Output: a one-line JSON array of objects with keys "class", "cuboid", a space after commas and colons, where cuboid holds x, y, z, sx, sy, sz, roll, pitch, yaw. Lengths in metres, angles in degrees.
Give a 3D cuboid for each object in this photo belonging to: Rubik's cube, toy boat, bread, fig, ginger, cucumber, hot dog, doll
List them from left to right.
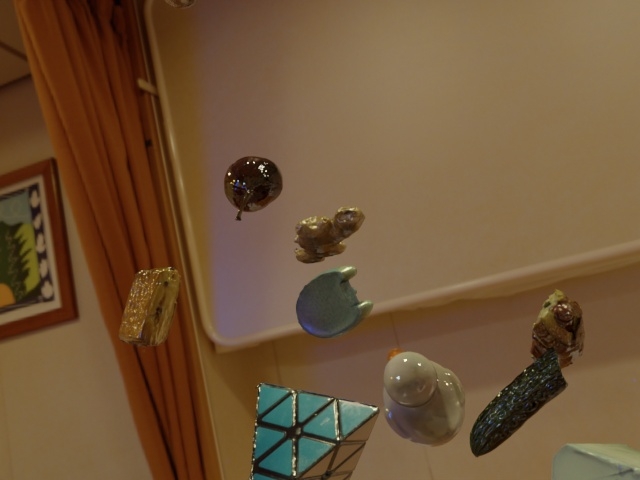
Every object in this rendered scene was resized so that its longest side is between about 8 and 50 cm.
[{"class": "bread", "cuboid": [-0.492, 0.196, 1.553, 0.099, 0.235, 0.210, 26, -23, -36]}, {"class": "fig", "cuboid": [-0.227, -0.186, 1.758, 0.203, 0.186, 0.249, -19, 10, 2]}, {"class": "Rubik's cube", "cuboid": [-0.030, 0.432, 1.099, 0.233, 0.229, 0.228, 10, -11, -9]}, {"class": "ginger", "cuboid": [0.000, 0.000, 1.340, 0.147, 0.081, 0.334, -5, -21, -16]}, {"class": "toy boat", "cuboid": [0.052, 0.206, 1.767, 0.123, 0.215, 0.330, -16, -17, -44]}, {"class": "doll", "cuboid": [0.246, 0.381, 1.317, 0.221, 0.251, 0.221, -22, -28, -13]}, {"class": "cucumber", "cuboid": [0.391, 0.328, 1.066, 0.265, 0.077, 0.077, -46, -19, 11]}, {"class": "hot dog", "cuboid": [0.510, 0.196, 1.128, 0.103, 0.146, 0.213, 24, -19, 32]}]

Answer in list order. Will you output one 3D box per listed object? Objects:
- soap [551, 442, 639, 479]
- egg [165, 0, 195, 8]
[{"class": "soap", "cuboid": [0.359, 0.421, 0.590, 0.115, 0.347, 0.208, 7, -7, -17]}, {"class": "egg", "cuboid": [-0.256, -0.464, 0.973, 0.071, 0.071, 0.083, -7, 15, -31]}]
